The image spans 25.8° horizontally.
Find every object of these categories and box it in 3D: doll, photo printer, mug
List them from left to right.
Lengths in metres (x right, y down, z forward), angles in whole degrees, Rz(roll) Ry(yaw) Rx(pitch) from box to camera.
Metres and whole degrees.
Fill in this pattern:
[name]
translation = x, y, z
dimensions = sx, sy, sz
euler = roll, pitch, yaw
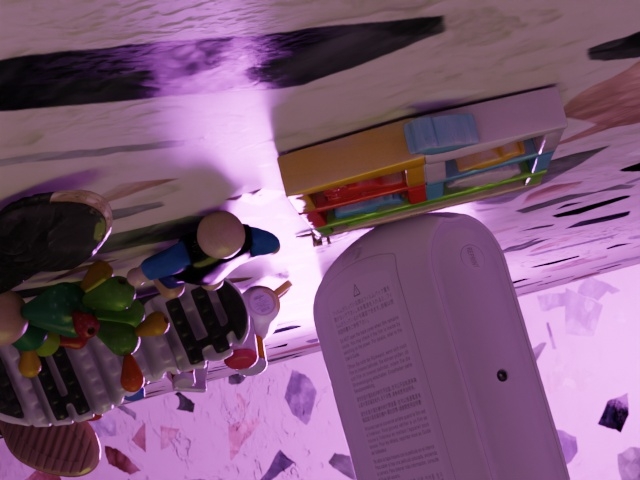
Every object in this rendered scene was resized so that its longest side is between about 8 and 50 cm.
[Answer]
[doll]
translation = -0.097, 0.014, 1.146
dimensions = 0.129, 0.046, 0.189
euler = -12, 173, -18
[mug]
translation = -0.073, 0.075, 1.660
dimensions = 0.062, 0.078, 0.064
euler = 20, 157, -6
[photo printer]
translation = 0.105, 0.132, 1.368
dimensions = 0.107, 0.307, 0.256
euler = -10, 169, -31

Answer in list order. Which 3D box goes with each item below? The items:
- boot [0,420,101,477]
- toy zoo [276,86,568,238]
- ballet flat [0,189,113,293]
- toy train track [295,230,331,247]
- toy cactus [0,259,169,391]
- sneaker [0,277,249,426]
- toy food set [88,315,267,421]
[boot]
translation = -0.331, 0.218, 1.697
dimensions = 0.248, 0.090, 0.207
euler = 27, 174, 22
[toy zoo]
translation = 0.074, -0.053, 1.010
dimensions = 0.192, 0.030, 0.293
euler = -14, 172, 4
[ballet flat]
translation = -0.187, -0.005, 0.899
dimensions = 0.173, 0.057, 0.049
euler = -20, -149, 46
[toy train track]
translation = 0.000, 0.000, 1.338
dimensions = 0.048, 0.014, 0.083
euler = -13, 173, -5
[toy cactus]
translation = -0.240, 0.076, 1.215
dimensions = 0.180, 0.112, 0.219
euler = 2, 175, -29
[sneaker]
translation = -0.219, 0.115, 1.463
dimensions = 0.292, 0.110, 0.118
euler = -16, -174, -9
[toy food set]
translation = -0.159, 0.144, 1.579
dimensions = 0.232, 0.104, 0.111
euler = 7, 145, -25
